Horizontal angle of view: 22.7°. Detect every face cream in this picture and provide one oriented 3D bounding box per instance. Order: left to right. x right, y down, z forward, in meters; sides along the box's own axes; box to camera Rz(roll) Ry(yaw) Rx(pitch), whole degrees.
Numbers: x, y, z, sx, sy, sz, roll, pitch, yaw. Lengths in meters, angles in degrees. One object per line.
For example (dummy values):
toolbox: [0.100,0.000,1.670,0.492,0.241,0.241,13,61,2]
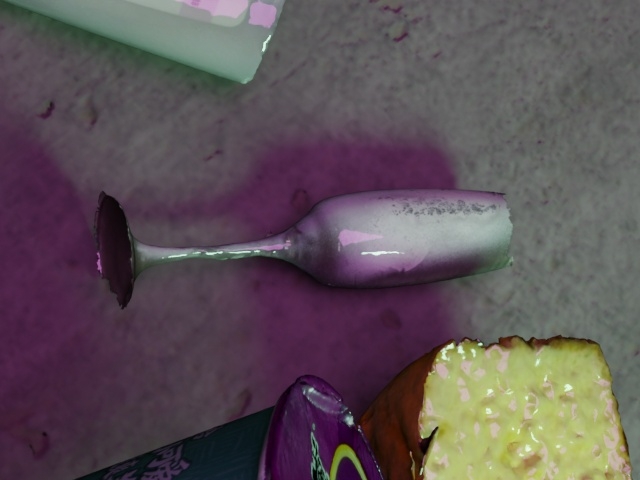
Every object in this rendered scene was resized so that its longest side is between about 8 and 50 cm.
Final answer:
face cream: [-0.153,-0.180,0.949,0.269,0.073,0.107,21,64,-12]

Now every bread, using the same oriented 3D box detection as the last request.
bread: [0.096,0.189,0.918,0.160,0.147,0.260,-11,82,-29]

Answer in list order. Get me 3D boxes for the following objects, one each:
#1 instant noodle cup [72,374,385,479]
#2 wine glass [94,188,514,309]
instant noodle cup: [-0.066,0.203,0.726,0.190,0.251,0.251,-15,82,13]
wine glass: [0.000,0.000,0.964,0.262,0.074,0.074,-3,79,-21]
